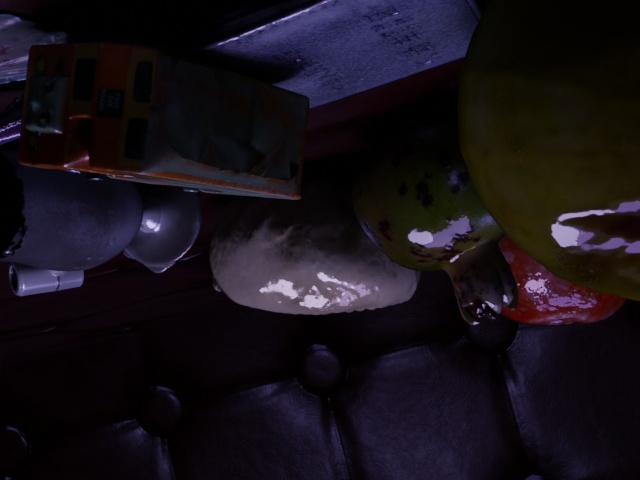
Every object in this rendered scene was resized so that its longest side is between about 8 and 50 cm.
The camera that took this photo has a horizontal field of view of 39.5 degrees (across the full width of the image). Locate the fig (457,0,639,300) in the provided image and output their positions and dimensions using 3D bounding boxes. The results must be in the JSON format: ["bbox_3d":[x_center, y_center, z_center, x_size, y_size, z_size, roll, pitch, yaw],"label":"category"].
[{"bbox_3d":[0.190,-0.087,0.537,0.239,0.239,0.271,-13,-164,-10],"label":"fig"}]

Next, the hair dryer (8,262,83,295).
[{"bbox_3d":[-0.318,0.026,1.076,0.082,0.047,0.137,-8,165,-36],"label":"hair dryer"}]

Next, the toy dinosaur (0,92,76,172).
[{"bbox_3d":[-0.160,-0.079,0.578,0.197,0.045,0.080,-19,162,-20],"label":"toy dinosaur"}]

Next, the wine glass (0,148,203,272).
[{"bbox_3d":[-0.191,-0.024,0.709,0.103,0.103,0.222,-18,172,24],"label":"wine glass"}]

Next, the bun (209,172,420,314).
[{"bbox_3d":[0.000,0.000,1.046,0.259,0.160,0.259,2,-173,0],"label":"bun"}]

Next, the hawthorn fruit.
[{"bbox_3d":[0.350,-0.006,1.350,0.284,0.284,0.284,-14,173,-2],"label":"hawthorn fruit"}]

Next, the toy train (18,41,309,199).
[{"bbox_3d":[-0.080,-0.066,0.522,0.099,0.072,0.188,2,178,35],"label":"toy train"}]

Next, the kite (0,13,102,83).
[{"bbox_3d":[-0.211,-0.103,0.410,0.314,0.011,0.335,-18,172,29],"label":"kite"}]

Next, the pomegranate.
[{"bbox_3d":[0.130,-0.029,0.900,0.179,0.210,0.179,-27,-166,7],"label":"pomegranate"}]

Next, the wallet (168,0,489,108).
[{"bbox_3d":[0.021,-0.130,0.558,0.167,0.036,0.222,-17,173,17],"label":"wallet"}]
